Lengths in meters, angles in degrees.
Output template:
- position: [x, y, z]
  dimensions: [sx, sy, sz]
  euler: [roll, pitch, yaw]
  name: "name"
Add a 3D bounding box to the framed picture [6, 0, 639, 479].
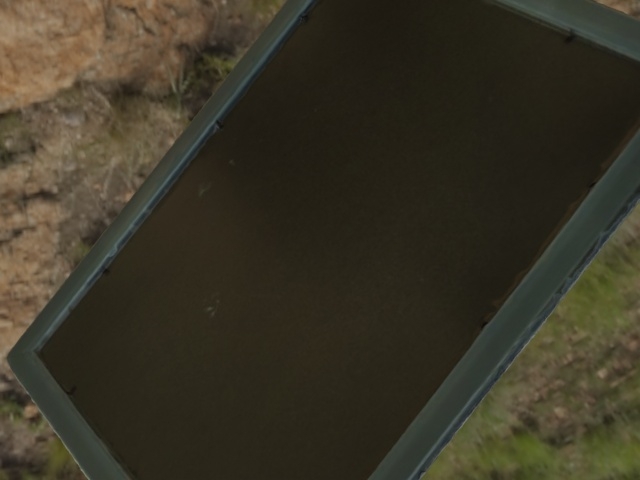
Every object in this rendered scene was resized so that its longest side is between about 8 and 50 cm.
- position: [0.000, 0.000, 0.414]
  dimensions: [0.274, 0.217, 0.017]
  euler: [-51, 138, 1]
  name: "framed picture"
